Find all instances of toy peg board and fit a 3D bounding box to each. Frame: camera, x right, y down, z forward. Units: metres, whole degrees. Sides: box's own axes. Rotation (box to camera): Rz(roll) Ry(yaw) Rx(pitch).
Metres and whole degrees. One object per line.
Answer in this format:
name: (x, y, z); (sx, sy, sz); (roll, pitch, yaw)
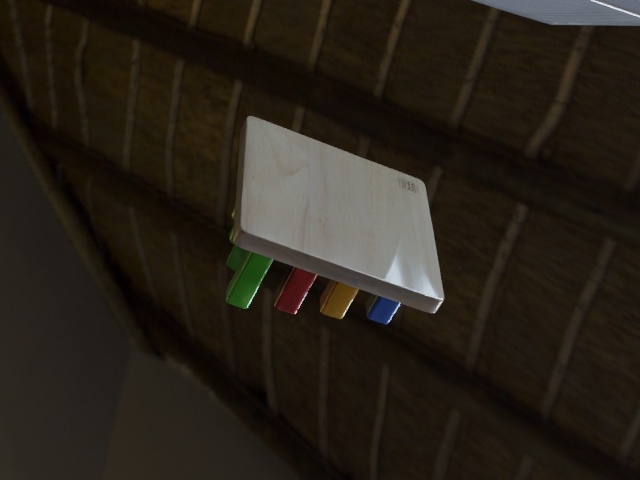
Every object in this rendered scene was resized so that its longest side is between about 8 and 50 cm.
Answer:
toy peg board: (0.000, 0.000, 0.920); (0.160, 0.161, 0.079); (20, -56, -15)

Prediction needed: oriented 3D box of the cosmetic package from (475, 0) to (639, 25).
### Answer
cosmetic package: (0.105, -0.204, 0.674); (0.238, 0.107, 0.127); (3, -83, -43)
